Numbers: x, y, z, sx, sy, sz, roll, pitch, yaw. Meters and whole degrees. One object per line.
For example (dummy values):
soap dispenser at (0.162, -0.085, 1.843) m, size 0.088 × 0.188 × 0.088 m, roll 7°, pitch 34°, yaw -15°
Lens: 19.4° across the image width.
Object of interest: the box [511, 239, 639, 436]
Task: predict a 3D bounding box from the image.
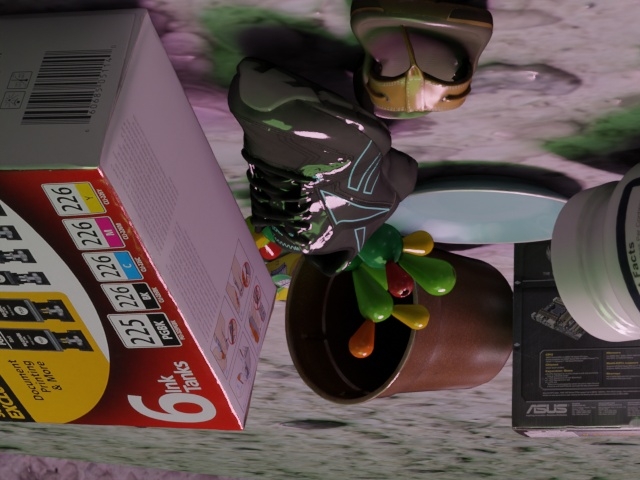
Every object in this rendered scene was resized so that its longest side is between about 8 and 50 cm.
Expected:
box at (0.287, 0.083, 1.676) m, size 0.231 × 0.183 × 0.056 m, roll -3°, pitch 165°, yaw 19°

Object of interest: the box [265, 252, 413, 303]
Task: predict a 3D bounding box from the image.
box at (0.024, 0.040, 1.841) m, size 0.179 × 0.043 × 0.105 m, roll 6°, pitch 167°, yaw -26°

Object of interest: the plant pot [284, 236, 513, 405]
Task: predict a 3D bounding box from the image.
plant pot at (0.084, 0.071, 1.718) m, size 0.165 × 0.167 × 0.167 m, roll 8°, pitch 166°, yaw -43°

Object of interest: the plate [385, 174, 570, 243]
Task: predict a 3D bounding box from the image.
plate at (0.133, -0.028, 1.573) m, size 0.188 × 0.024 × 0.188 m, roll 2°, pitch 167°, yaw 1°

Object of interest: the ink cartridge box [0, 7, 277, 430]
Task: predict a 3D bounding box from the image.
ink cartridge box at (-0.206, -0.004, 1.268) m, size 0.272 × 0.130 × 0.309 m, roll 0°, pitch 144°, yaw 18°

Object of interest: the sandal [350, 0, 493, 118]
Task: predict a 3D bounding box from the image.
sandal at (0.056, -0.104, 1.181) m, size 0.090 × 0.060 × 0.219 m, roll 3°, pitch 167°, yaw -5°

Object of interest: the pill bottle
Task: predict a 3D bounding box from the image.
pill bottle at (0.305, -0.001, 1.381) m, size 0.153 × 0.153 × 0.264 m, roll 12°, pitch 164°, yaw -36°

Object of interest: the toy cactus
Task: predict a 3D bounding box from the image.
toy cactus at (0.000, 0.000, 1.530) m, size 0.219 × 0.112 × 0.180 m, roll 27°, pitch 163°, yaw 41°

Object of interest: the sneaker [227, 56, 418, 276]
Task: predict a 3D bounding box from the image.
sneaker at (-0.003, -0.044, 1.293) m, size 0.101 × 0.106 × 0.267 m, roll 28°, pitch 177°, yaw 24°
